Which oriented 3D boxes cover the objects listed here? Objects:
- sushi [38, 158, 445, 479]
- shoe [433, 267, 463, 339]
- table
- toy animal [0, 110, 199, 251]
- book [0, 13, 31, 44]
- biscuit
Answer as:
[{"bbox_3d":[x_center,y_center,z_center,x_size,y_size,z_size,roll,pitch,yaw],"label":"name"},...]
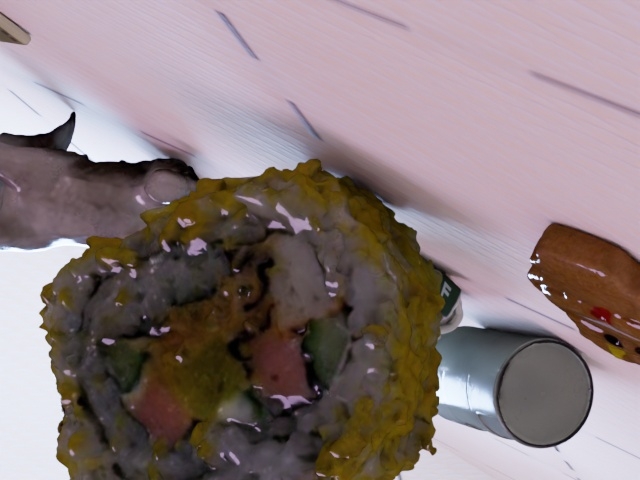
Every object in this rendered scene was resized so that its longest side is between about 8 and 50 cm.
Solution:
[{"bbox_3d":[-0.075,0.105,1.433,0.396,0.351,0.240,-22,166,23],"label":"sushi"},{"bbox_3d":[0.111,0.086,1.710,0.110,0.095,0.265,27,168,13],"label":"shoe"},{"bbox_3d":[0.216,0.170,1.734,0.126,0.126,0.220,32,171,-17],"label":"table"},{"bbox_3d":[-0.321,-0.057,1.890,0.344,0.194,0.302,15,-168,2],"label":"toy animal"},{"bbox_3d":[-0.376,-0.248,1.629,0.077,0.014,0.111,38,167,-35],"label":"book"},{"bbox_3d":[0.269,0.068,1.283,0.186,0.044,0.295,19,167,40],"label":"biscuit"}]
